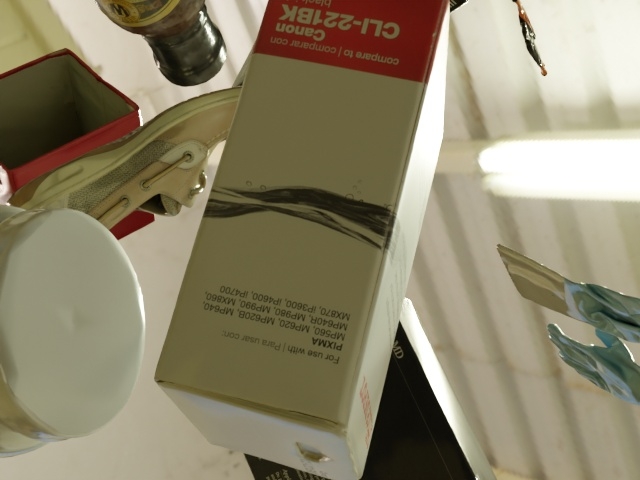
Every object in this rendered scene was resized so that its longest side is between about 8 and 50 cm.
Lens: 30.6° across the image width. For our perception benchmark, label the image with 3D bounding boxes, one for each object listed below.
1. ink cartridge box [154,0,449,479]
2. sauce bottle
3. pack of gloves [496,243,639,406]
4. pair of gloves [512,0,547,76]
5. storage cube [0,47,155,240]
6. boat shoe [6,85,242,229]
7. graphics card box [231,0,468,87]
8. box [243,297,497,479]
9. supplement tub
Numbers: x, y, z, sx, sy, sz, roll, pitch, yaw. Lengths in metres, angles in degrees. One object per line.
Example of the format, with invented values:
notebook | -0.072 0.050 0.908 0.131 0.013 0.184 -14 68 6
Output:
ink cartridge box | 0.000 0.000 0.751 0.114 0.273 0.197 11 -19 9
sauce bottle | -0.156 -0.249 0.991 0.111 0.111 0.344 43 -9 28
pack of gloves | 0.296 0.092 1.141 0.232 0.046 0.195 27 -26 51
pair of gloves | 0.232 -0.231 1.305 0.074 0.010 0.083 48 28 -48
storage cube | -0.349 -0.099 1.509 0.184 0.215 0.193 39 -33 34
boat shoe | -0.171 -0.068 1.208 0.098 0.302 0.109 59 -32 -1
graphics card box | 0.056 -0.304 1.435 0.094 0.233 0.371 37 -39 -20
box | 0.058 0.301 1.812 0.343 0.312 0.179 65 13 16
supplement tub | -0.295 0.074 0.909 0.272 0.191 0.191 -7 -69 29
